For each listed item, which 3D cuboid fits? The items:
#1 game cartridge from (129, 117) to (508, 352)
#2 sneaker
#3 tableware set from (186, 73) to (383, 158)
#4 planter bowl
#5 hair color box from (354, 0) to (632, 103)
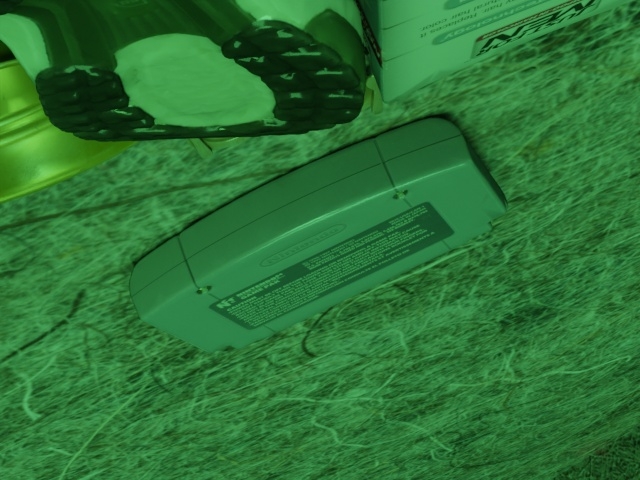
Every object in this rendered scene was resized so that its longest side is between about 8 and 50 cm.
[{"bbox_3d":[0.000,0.000,1.152,0.297,0.062,0.198,-26,154,10],"label":"game cartridge"},{"bbox_3d":[-0.083,-0.169,0.472,0.158,0.182,0.410,-8,163,5],"label":"sneaker"},{"bbox_3d":[-0.018,-0.105,0.929,0.169,0.020,0.141,-17,158,-9],"label":"tableware set"},{"bbox_3d":[-0.180,-0.086,0.704,0.217,0.090,0.217,-21,171,-4],"label":"planter bowl"},{"bbox_3d":[0.090,-0.194,0.610,0.185,0.113,0.374,-22,168,-1],"label":"hair color box"}]
